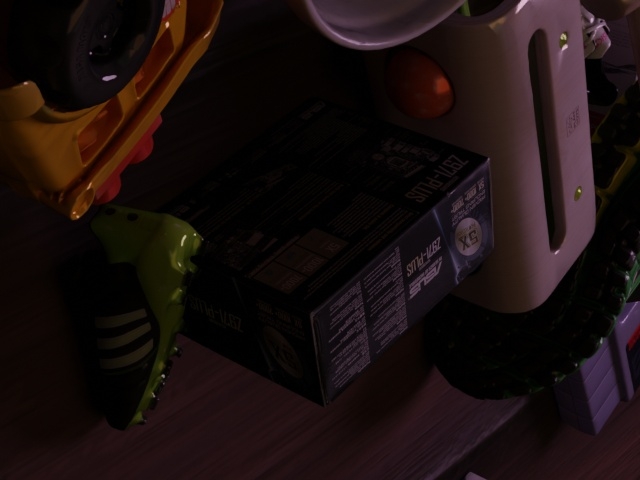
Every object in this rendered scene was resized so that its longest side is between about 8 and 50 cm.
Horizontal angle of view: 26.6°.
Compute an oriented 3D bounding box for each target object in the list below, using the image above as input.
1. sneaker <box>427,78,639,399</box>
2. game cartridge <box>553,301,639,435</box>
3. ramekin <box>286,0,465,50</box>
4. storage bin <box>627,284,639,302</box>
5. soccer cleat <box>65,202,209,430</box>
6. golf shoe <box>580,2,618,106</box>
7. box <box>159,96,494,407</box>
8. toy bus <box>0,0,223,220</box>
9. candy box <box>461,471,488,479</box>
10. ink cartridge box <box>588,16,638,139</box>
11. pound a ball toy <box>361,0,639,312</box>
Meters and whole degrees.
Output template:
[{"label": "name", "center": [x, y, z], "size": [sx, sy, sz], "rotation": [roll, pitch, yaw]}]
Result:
[{"label": "sneaker", "center": [0.233, 0.004, 1.158], "size": [0.343, 0.134, 0.146], "rotation": [-46, 168, 8]}, {"label": "game cartridge", "center": [0.353, 0.015, 1.441], "size": [0.355, 0.068, 0.230], "rotation": [-51, 139, -22]}, {"label": "ramekin", "center": [0.028, -0.223, 0.770], "size": [0.207, 0.109, 0.207], "rotation": [-34, 147, -27]}, {"label": "storage bin", "center": [0.281, -0.007, 1.265], "size": [0.091, 0.098, 0.135], "rotation": [60, 23, -62]}, {"label": "soccer cleat", "center": [-0.117, 0.046, 0.812], "size": [0.060, 0.072, 0.179], "rotation": [-67, 177, -47]}, {"label": "golf shoe", "center": [0.197, -0.183, 1.081], "size": [0.067, 0.086, 0.186], "rotation": [-50, 141, -22]}, {"label": "box", "center": [0.000, 0.000, 0.861], "size": [0.180, 0.147, 0.077], "rotation": [-40, 138, -35]}, {"label": "toy bus", "center": [-0.112, -0.120, 0.655], "size": [0.220, 0.149, 0.211], "rotation": [-56, 158, -20]}, {"label": "candy box", "center": [0.192, 0.360, 1.329], "size": [0.071, 0.159, 0.233], "rotation": [-36, 135, -39]}, {"label": "ink cartridge box", "center": [0.289, -0.162, 1.246], "size": [0.099, 0.056, 0.135], "rotation": [-26, 130, -43]}, {"label": "pound a ball toy", "center": [0.133, -0.082, 0.941], "size": [0.136, 0.208, 0.319], "rotation": [-47, 142, -28]}]
